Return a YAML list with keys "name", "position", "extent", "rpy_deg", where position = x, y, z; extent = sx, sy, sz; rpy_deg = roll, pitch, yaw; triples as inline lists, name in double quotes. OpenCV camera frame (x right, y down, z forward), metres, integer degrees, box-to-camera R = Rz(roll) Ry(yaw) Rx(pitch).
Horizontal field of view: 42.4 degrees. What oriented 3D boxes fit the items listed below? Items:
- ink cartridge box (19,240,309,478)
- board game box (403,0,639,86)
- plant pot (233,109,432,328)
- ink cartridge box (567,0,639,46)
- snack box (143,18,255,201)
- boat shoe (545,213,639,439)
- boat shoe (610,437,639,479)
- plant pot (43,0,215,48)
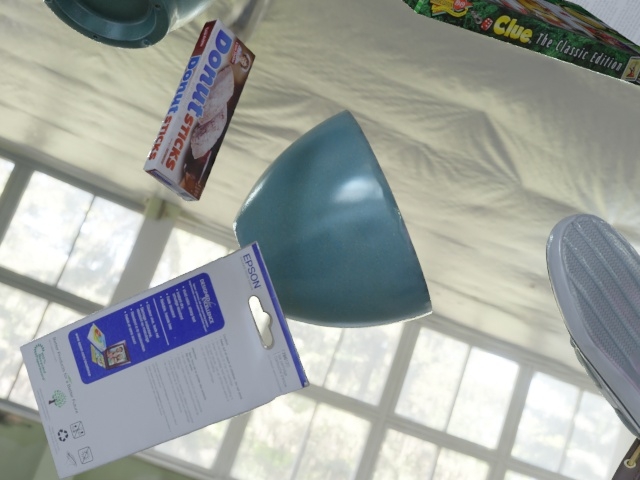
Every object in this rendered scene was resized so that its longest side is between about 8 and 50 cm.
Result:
- name: "ink cartridge box"
  position: [-0.170, 0.136, 0.915]
  extent: [0.333, 0.165, 0.065]
  rpy_deg: [-23, -10, 20]
- name: "board game box"
  position: [0.155, -0.189, 0.673]
  extent: [0.260, 0.030, 0.136]
  rpy_deg: [7, 31, -32]
- name: "plant pot"
  position: [0.000, 0.000, 1.090]
  extent: [0.195, 0.290, 0.290]
  rpy_deg: [-23, -17, -1]
- name: "ink cartridge box"
  position: [0.518, -0.481, 1.428]
  extent: [0.385, 0.308, 0.091]
  rpy_deg: [29, 8, 6]
- name: "snack box"
  position: [-0.119, -0.131, 0.830]
  extent: [0.022, 0.178, 0.064]
  rpy_deg: [0, -28, 40]
- name: "boat shoe"
  position: [0.236, 0.085, 0.670]
  extent: [0.226, 0.083, 0.076]
  rpy_deg: [62, -19, -4]
- name: "boat shoe"
  position: [0.288, 0.325, 0.860]
  extent: [0.097, 0.324, 0.116]
  rpy_deg: [35, -23, 36]
- name: "plant pot"
  position: [-0.252, -0.377, 1.071]
  extent: [0.293, 0.196, 0.293]
  rpy_deg: [12, -26, 6]
